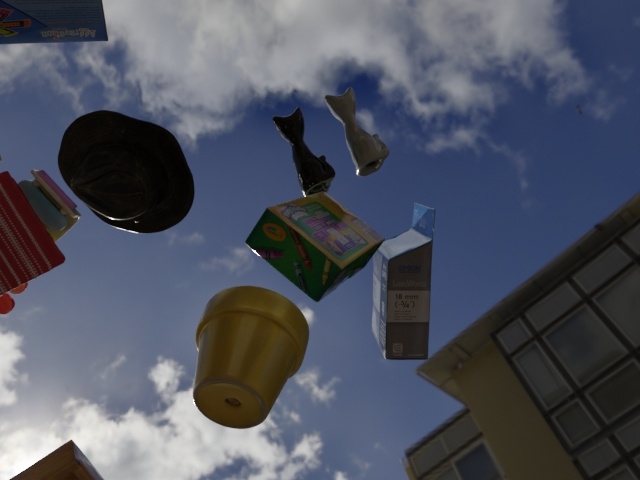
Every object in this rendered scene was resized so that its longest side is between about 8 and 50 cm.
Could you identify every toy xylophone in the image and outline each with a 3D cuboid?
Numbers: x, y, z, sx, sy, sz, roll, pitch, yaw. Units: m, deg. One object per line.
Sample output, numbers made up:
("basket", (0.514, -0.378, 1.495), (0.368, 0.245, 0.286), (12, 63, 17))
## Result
("toy xylophone", (-0.622, -0.021, 1.203), (0.236, 0.081, 0.322), (40, -79, -6))

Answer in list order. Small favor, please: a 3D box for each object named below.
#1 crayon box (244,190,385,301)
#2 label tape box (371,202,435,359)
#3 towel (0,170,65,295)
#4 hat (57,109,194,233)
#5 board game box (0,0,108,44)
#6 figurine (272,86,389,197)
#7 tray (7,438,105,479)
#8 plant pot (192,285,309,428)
("crayon box", (0.000, 0.000, 1.157), (0.165, 0.278, 0.081), (39, -68, 10))
("label tape box", (0.188, 0.083, 1.463), (0.106, 0.240, 0.333), (1, -83, -3))
("towel", (-0.599, 0.013, 1.051), (0.031, 0.275, 0.198), (-27, -84, 48))
("hat", (-0.461, -0.126, 1.402), (0.332, 0.134, 0.331), (6, -59, 9))
("board game box", (-0.533, -0.418, 1.104), (0.281, 0.027, 0.145), (-6, -40, -15))
("figurine", (0.020, -0.232, 1.416), (0.215, 0.209, 0.092), (-23, -15, -4))
("tray", (-0.519, 0.513, 0.968), (0.411, 0.076, 0.202), (-31, -63, -14))
("plant pot", (-0.168, 0.269, 1.371), (0.254, 0.239, 0.254), (5, -52, 7))
